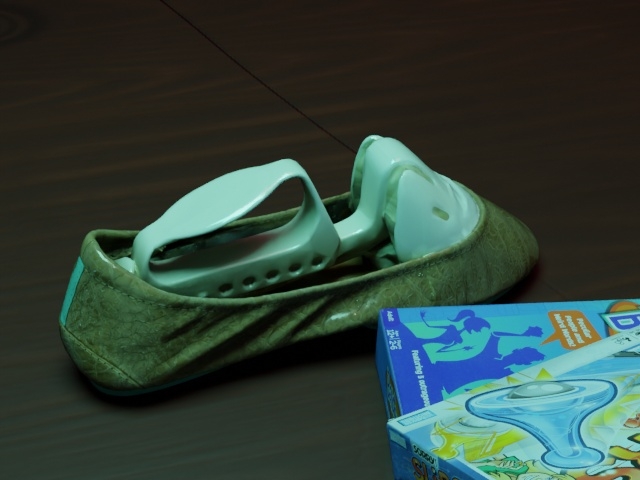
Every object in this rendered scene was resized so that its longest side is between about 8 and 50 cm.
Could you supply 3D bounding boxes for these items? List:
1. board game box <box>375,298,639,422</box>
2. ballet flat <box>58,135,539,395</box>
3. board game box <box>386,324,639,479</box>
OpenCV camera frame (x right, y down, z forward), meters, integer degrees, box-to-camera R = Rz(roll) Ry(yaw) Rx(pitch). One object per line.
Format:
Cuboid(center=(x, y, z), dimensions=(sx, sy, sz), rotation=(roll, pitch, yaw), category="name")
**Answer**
Cuboid(center=(0.146, 0.100, 0.659), dimensions=(0.210, 0.047, 0.160), rotation=(-2, 35, -6), category="board game box")
Cuboid(center=(0.000, 0.000, 0.732), dimensions=(0.342, 0.124, 0.116), rotation=(-12, 37, -19), category="ballet flat")
Cuboid(center=(0.153, 0.093, 0.558), dimensions=(0.201, 0.035, 0.136), rotation=(-17, 18, -25), category="board game box")
